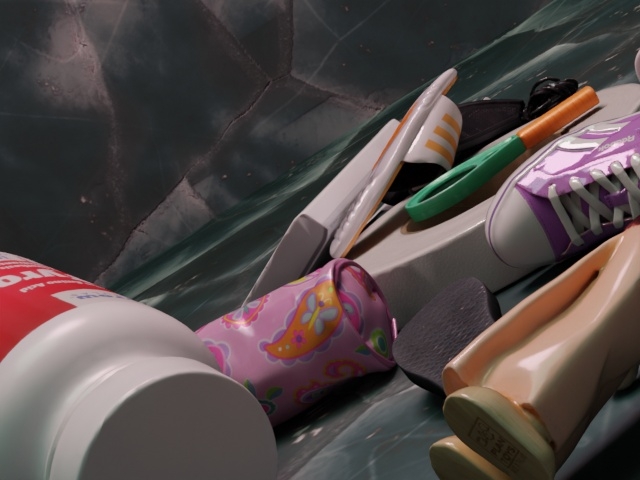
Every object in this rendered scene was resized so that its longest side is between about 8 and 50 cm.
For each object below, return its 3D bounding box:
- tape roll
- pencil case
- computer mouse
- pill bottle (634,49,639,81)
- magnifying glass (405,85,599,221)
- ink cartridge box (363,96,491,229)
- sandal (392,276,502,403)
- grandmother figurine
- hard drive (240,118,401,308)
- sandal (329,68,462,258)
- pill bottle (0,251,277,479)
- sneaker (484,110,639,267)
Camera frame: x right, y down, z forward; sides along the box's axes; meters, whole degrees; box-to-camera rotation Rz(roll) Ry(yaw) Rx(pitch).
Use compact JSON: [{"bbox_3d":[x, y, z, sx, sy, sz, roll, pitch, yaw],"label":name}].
[{"bbox_3d":[0.191,-0.038,1.521,0.392,0.072,0.392,-31,8,5],"label":"tape roll"},{"bbox_3d":[-0.064,0.126,1.374,0.284,0.124,0.124,-30,9,20],"label":"pencil case"},{"bbox_3d":[0.171,-0.125,1.756,0.272,0.072,0.188,-24,-17,-26],"label":"computer mouse"},{"bbox_3d":[0.434,-0.225,1.677,0.137,0.078,0.078,-39,11,-36],"label":"pill bottle"},{"bbox_3d":[0.189,-0.091,1.505,0.231,0.026,0.092,-32,8,1],"label":"magnifying glass"},{"bbox_3d":[0.159,-0.088,2.060,0.232,0.066,0.189,-52,-4,36],"label":"ink cartridge box"},{"bbox_3d":[0.120,0.098,1.119,0.097,0.054,0.254,-39,18,2],"label":"sandal"},{"bbox_3d":[0.205,0.016,0.886,0.342,0.104,0.208,-44,-11,-26],"label":"grandmother figurine"},{"bbox_3d":[0.000,0.000,1.776,0.233,0.047,0.353,-59,-5,29],"label":"hard drive"},{"bbox_3d":[0.099,-0.072,1.601,0.265,0.076,0.102,-59,4,-22],"label":"sandal"},{"bbox_3d":[-0.219,0.148,1.212,0.229,0.229,0.407,-37,28,-25],"label":"pill bottle"},{"bbox_3d":[0.270,-0.053,1.236,0.282,0.102,0.161,-31,12,10],"label":"sneaker"}]
